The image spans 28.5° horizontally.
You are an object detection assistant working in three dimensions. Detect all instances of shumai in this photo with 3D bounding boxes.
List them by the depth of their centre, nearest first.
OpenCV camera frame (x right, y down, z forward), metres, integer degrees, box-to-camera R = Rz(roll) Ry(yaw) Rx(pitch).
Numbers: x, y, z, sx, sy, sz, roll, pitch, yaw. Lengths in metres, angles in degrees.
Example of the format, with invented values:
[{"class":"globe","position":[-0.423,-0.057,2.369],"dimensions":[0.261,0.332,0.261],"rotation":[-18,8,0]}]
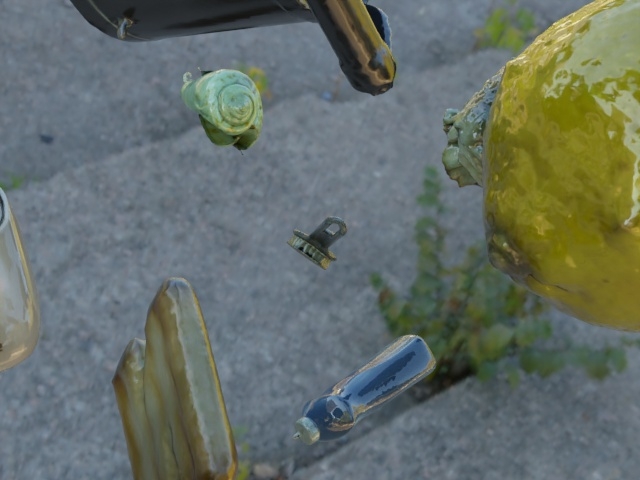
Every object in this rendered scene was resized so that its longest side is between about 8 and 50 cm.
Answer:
[{"class":"shumai","position":[0.239,-0.154,1.696],"dimensions":[0.184,0.184,0.142],"rotation":[-11,12,-37]}]

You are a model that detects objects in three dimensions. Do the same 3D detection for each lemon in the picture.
[{"class":"lemon","position":[0.322,-0.077,1.235],"dimensions":[0.387,0.350,0.350],"rotation":[-35,62,-10]}]

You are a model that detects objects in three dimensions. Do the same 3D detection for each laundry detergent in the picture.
[{"class":"laundry detergent","position":[0.047,0.193,1.587],"dimensions":[0.206,0.096,0.061],"rotation":[-31,97,-29]}]

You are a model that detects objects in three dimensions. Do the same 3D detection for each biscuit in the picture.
[{"class":"biscuit","position":[-0.179,0.217,1.533],"dimensions":[0.062,0.237,0.291],"rotation":[3,49,-28]}]

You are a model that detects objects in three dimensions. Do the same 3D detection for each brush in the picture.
[{"class":"brush","position":[0.000,0.000,1.374],"dimensions":[0.062,0.266,0.027],"rotation":[34,82,-1]}]

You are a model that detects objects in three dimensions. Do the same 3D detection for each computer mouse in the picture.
[{"class":"computer mouse","position":[-0.406,0.039,1.445],"dimensions":[0.145,0.082,0.237],"rotation":[-14,83,-7]}]

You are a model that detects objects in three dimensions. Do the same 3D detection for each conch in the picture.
[{"class":"conch","position":[-0.119,-0.156,1.510],"dimensions":[0.079,0.106,0.170],"rotation":[-21,20,-18]}]

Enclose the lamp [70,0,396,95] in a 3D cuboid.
[{"class":"lamp","position":[-0.090,-0.256,0.992],"dimensions":[0.205,0.272,0.374],"rotation":[55,27,-41]}]
